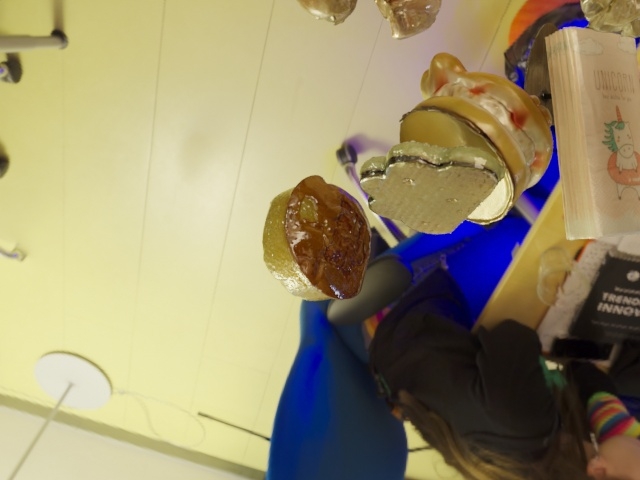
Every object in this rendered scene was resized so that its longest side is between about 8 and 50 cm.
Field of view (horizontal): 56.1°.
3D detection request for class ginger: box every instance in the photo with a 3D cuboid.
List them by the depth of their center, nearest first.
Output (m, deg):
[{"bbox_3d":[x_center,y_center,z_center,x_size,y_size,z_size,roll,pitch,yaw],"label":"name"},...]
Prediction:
[{"bbox_3d":[0.018,-0.765,1.633,0.244,0.155,0.304,45,144,26],"label":"ginger"}]

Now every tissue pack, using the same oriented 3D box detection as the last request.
[{"bbox_3d":[0.449,-0.167,0.955,0.170,0.326,0.071,-4,177,-29],"label":"tissue pack"}]

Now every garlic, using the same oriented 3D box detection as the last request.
[{"bbox_3d":[0.259,-0.701,1.708,0.217,0.228,0.110,58,149,-1],"label":"garlic"}]

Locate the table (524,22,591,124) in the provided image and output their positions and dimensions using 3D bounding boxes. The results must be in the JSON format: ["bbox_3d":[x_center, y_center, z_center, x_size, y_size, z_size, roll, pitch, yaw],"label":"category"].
[{"bbox_3d":[0.801,-0.488,1.744,0.317,0.317,0.249,47,157,-22],"label":"table"}]

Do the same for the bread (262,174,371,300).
[{"bbox_3d":[0.000,0.000,1.282,0.148,0.270,0.270,-18,121,42],"label":"bread"}]

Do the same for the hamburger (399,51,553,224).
[{"bbox_3d":[0.283,-0.199,1.135,0.302,0.186,0.261,38,157,13],"label":"hamburger"}]

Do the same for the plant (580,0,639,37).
[{"bbox_3d":[0.252,-0.204,0.433,0.121,0.116,0.105,5,117,50],"label":"plant"}]

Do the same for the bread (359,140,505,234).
[{"bbox_3d":[0.163,-0.090,0.976,0.207,0.056,0.286,17,159,-6],"label":"bread"}]
